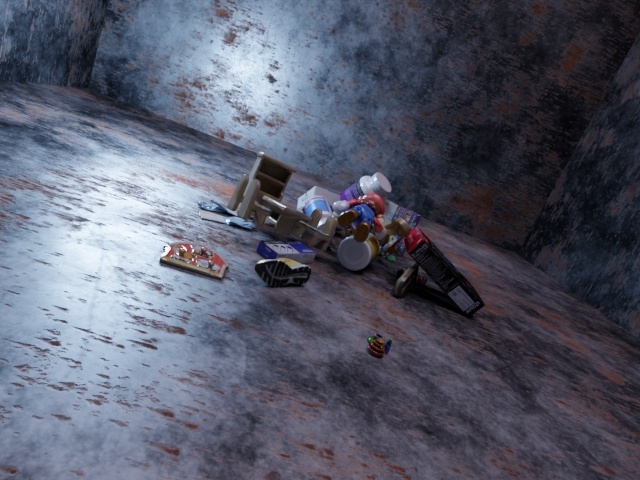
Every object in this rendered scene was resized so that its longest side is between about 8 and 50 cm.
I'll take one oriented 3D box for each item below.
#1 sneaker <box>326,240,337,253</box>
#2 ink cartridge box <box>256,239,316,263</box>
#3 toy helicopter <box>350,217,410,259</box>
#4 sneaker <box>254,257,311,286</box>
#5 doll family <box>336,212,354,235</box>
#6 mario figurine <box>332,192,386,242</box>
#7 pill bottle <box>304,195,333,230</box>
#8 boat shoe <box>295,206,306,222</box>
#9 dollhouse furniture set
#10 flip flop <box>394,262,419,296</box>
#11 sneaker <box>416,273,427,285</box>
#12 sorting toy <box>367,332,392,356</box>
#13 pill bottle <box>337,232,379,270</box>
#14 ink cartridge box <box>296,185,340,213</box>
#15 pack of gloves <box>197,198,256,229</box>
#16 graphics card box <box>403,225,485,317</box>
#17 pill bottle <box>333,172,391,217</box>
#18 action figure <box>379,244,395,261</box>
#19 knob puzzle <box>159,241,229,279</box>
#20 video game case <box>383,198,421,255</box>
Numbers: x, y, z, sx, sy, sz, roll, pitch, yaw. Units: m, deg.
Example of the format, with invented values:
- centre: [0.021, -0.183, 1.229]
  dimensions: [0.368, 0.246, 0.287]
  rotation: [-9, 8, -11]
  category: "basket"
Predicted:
- centre: [0.001, -0.002, 1.861]
  dimensions: [0.089, 0.051, 0.170]
  rotation: [13, 23, -32]
  category: "sneaker"
- centre: [-0.118, 0.041, 1.548]
  dimensions: [0.097, 0.046, 0.207]
  rotation: [33, 18, 33]
  category: "ink cartridge box"
- centre: [0.284, -0.033, 1.902]
  dimensions: [0.140, 0.235, 0.355]
  rotation: [-29, 9, -19]
  category: "toy helicopter"
- centre: [-0.128, 0.090, 1.329]
  dimensions: [0.094, 0.081, 0.208]
  rotation: [26, 8, 41]
  category: "sneaker"
- centre: [0.148, -0.061, 2.123]
  dimensions: [0.263, 0.118, 0.163]
  rotation: [28, 19, 13]
  category: "doll family"
- centre: [0.157, -0.076, 1.714]
  dimensions: [0.170, 0.198, 0.320]
  rotation: [-7, 13, 23]
  category: "mario figurine"
- centre: [0.001, -0.104, 2.024]
  dimensions: [0.124, 0.124, 0.221]
  rotation: [16, 30, -22]
  category: "pill bottle"
- centre: [-0.103, -0.117, 2.122]
  dimensions: [0.065, 0.075, 0.206]
  rotation: [63, 1, -14]
  category: "boat shoe"
- centre: [-0.155, -0.177, 1.704]
  dimensions: [0.362, 0.256, 0.394]
  rotation: [22, 4, -32]
  category: "dollhouse furniture set"
- centre: [0.331, 0.151, 1.724]
  dimensions: [0.080, 0.112, 0.277]
  rotation: [13, 16, 25]
  category: "flip flop"
- centre: [0.430, 0.160, 1.915]
  dimensions: [0.067, 0.042, 0.118]
  rotation: [17, 23, -6]
  category: "sneaker"
- centre: [0.160, 0.271, 1.160]
  dimensions: [0.061, 0.042, 0.102]
  rotation: [23, 15, 2]
  category: "sorting toy"
- centre: [0.167, 0.035, 1.794]
  dimensions: [0.136, 0.136, 0.246]
  rotation: [26, 16, 14]
  category: "pill bottle"
- centre: [-0.013, -0.188, 2.220]
  dimensions: [0.148, 0.086, 0.203]
  rotation: [16, -20, -23]
  category: "ink cartridge box"
- centre: [-0.367, -0.113, 1.726]
  dimensions: [0.232, 0.046, 0.195]
  rotation: [14, 16, -27]
  category: "pack of gloves"
- centre: [0.500, 0.122, 1.792]
  dimensions: [0.371, 0.094, 0.233]
  rotation: [45, 14, -6]
  category: "graphics card box"
- centre: [0.220, -0.226, 2.354]
  dimensions: [0.181, 0.323, 0.181]
  rotation: [31, 40, -31]
  category: "pill bottle"
- centre: [0.307, 0.019, 2.178]
  dimensions: [0.137, 0.063, 0.232]
  rotation: [31, 18, -12]
  category: "action figure"
- centre: [-0.355, 0.038, 1.258]
  dimensions: [0.213, 0.030, 0.213]
  rotation: [20, 15, -6]
  category: "knob puzzle"
- centre: [0.383, -0.069, 2.271]
  dimensions: [0.210, 0.232, 0.042]
  rotation: [29, 15, 26]
  category: "video game case"
